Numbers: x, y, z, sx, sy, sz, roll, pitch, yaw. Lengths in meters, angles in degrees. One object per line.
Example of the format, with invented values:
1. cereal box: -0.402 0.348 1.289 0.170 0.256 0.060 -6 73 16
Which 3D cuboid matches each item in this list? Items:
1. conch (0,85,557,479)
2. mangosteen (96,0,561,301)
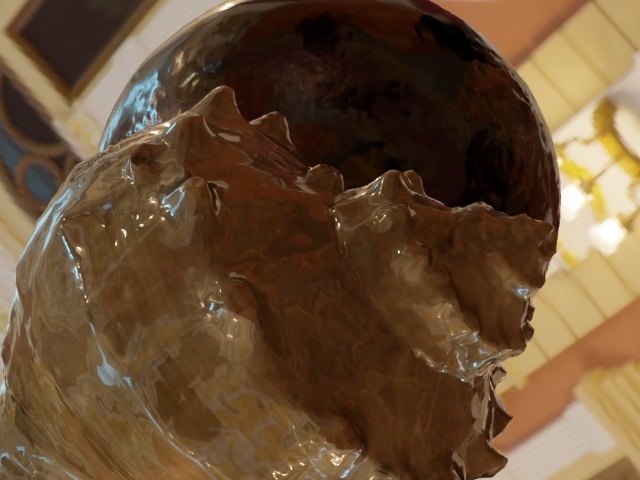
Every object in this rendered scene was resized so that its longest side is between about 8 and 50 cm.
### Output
1. conch: -0.025 0.073 0.568 0.263 0.324 0.186 51 -132 -17
2. mangosteen: -0.010 -0.008 0.860 0.297 0.297 0.313 45 -127 -3
